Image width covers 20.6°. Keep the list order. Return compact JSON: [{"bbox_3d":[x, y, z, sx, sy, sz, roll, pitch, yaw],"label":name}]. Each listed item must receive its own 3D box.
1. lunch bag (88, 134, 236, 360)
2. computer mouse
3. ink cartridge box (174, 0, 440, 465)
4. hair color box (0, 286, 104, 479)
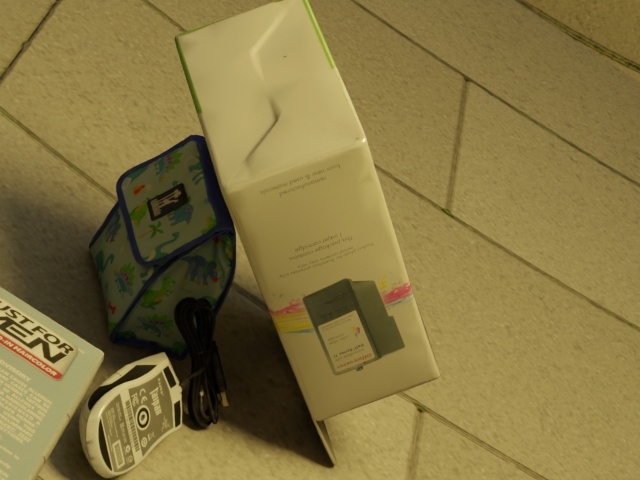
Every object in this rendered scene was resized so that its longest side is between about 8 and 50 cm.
[{"bbox_3d":[-0.126,0.002,1.494,0.096,0.151,0.129,18,33,-32],"label":"lunch bag"},{"bbox_3d":[-0.138,0.123,1.386,0.042,0.106,0.193,1,18,30],"label":"computer mouse"},{"bbox_3d":[0.000,0.000,1.464,0.207,0.119,0.353,-110,-179,-46],"label":"ink cartridge box"},{"bbox_3d":[-0.262,0.190,1.011,0.113,0.185,0.374,33,28,-5],"label":"hair color box"}]
